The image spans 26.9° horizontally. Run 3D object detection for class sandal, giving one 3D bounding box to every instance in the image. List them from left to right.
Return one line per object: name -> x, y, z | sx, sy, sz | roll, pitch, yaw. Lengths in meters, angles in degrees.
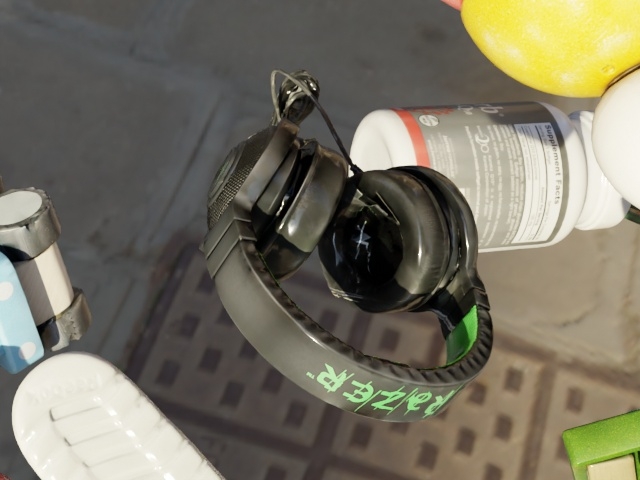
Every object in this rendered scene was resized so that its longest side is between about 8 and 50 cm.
sandal -> -0.150, 0.288, 1.319 | 0.169, 0.102, 0.416 | -30, 91, -16

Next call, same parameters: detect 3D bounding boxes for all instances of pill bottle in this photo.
pill bottle -> 0.240, -0.088, 1.868 | 0.363, 0.210, 0.210 | -5, 53, -20

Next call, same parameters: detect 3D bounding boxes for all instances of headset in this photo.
headset -> 0.000, 0.000, 1.142 | 0.243, 0.185, 0.394 | 17, 39, -28

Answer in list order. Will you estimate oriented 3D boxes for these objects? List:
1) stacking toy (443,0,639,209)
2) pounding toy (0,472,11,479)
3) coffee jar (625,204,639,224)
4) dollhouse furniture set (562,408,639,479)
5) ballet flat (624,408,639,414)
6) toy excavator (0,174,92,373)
stacking toy -> 0.203, -0.234, 1.035 | 0.351, 0.350, 0.479 | -19, 76, -23
pounding toy -> -0.347, 0.337, 1.555 | 0.183, 0.237, 0.110 | 36, 62, -33
coffee jar -> 0.485, -0.110, 1.894 | 0.096, 0.184, 0.079 | 23, 40, 1
dollhouse furniture set -> 0.195, 0.300, 1.174 | 0.302, 0.151, 0.197 | -16, 44, 3
ballet flat -> 0.369, 0.272, 1.470 | 0.074, 0.203, 0.074 | -15, 39, 12
toy excavator -> -0.515, 0.127, 1.773 | 0.445, 0.222, 0.433 | -35, 43, -27
